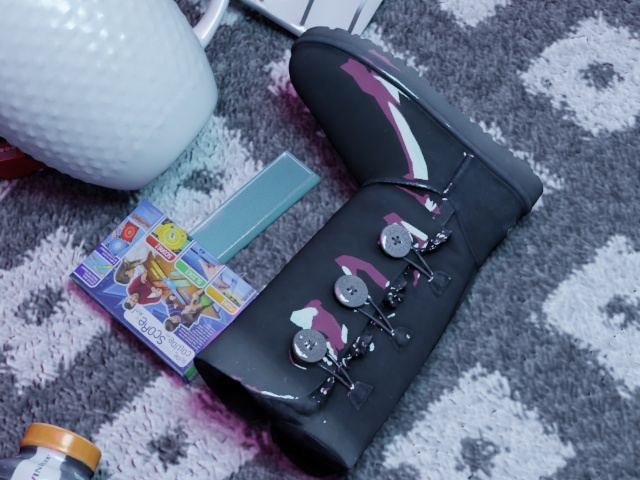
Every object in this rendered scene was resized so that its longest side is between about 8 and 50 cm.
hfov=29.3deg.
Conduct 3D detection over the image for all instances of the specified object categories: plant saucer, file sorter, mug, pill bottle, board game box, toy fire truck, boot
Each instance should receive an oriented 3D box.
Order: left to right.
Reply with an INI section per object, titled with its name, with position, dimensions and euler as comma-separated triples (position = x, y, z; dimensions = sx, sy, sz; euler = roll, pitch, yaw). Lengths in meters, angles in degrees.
[toy fire truck]
position = -0.446, -0.136, 1.607
dimensions = 0.192, 0.047, 0.135
euler = -13, 60, -6
[pill bottle]
position = -0.319, 0.321, 1.304
dimensions = 0.130, 0.130, 0.245
euler = 15, 63, 10
[mug]
position = -0.267, -0.264, 1.493
dimensions = 0.328, 0.276, 0.374
euler = 43, 81, -21
[board game box]
position = -0.188, 0.059, 1.486
dimensions = 0.201, 0.035, 0.136
euler = 39, 77, 21
[plant saucer]
position = -0.088, -0.041, 1.557
dimensions = 0.192, 0.018, 0.067
euler = -41, 68, -19
[file sorter]
position = -0.026, -0.410, 1.617
dimensions = 0.278, 0.173, 0.193
euler = 31, 73, -2
[boot]
position = 0.002, 0.001, 1.441
dimensions = 0.367, 0.146, 0.445
euler = 36, 71, 8
